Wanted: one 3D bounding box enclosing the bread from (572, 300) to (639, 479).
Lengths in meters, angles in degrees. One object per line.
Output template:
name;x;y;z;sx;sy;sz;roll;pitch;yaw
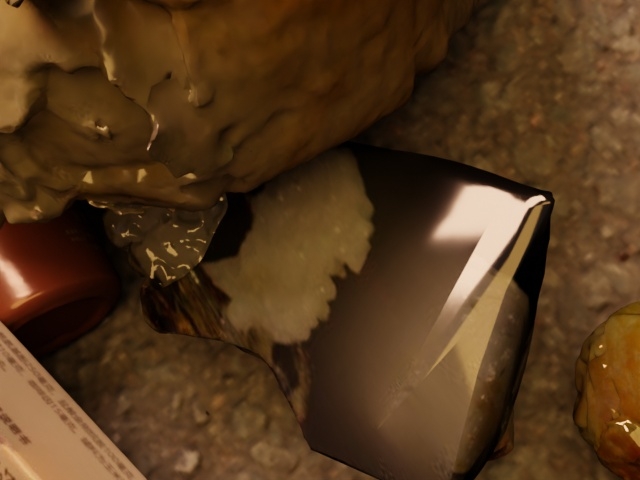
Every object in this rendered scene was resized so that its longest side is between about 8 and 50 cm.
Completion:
bread;0.244;0.047;0.463;0.269;0.098;0.087;-16;34;4

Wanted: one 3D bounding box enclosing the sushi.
sushi;-0.016;0.012;0.511;0.273;0.109;0.134;23;85;27

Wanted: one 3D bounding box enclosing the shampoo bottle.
shampoo bottle;-0.193;-0.054;0.552;0.085;0.085;0.244;-33;74;0

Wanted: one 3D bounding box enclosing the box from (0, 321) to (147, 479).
box;-0.168;0.161;0.472;0.353;0.069;0.214;44;110;16

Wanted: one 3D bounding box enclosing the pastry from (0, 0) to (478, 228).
pastry;-0.078;-0.148;0.472;0.329;0.136;0.330;-3;43;3
